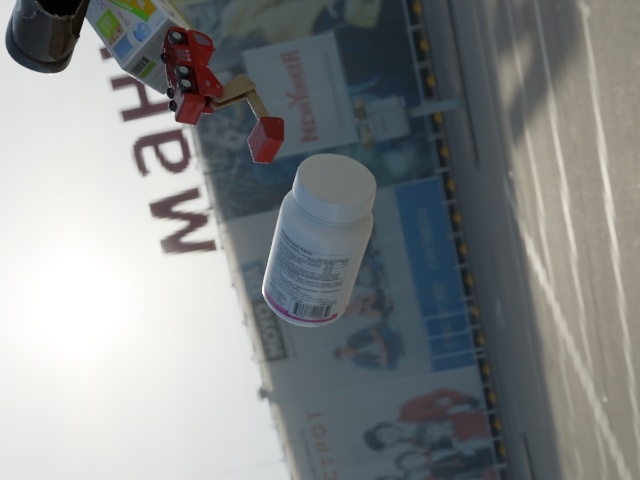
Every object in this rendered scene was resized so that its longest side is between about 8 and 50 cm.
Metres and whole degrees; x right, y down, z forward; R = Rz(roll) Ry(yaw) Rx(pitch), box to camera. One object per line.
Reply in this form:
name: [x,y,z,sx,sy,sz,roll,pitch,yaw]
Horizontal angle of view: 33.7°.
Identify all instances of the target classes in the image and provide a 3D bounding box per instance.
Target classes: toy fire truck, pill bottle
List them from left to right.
toy fire truck: [-0.127,-0.190,1.356,0.047,0.135,0.192,-57,38,44]
pill bottle: [0.000,0.000,1.820,0.160,0.160,0.283,-94,15,-47]

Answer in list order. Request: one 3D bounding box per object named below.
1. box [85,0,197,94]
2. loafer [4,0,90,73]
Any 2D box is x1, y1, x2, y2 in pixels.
box: [-0.290,-0.350,1.694,0.203,0.114,0.103,52,-167,34]
loafer: [-0.384,-0.425,1.601,0.130,0.134,0.365,-39,45,50]
